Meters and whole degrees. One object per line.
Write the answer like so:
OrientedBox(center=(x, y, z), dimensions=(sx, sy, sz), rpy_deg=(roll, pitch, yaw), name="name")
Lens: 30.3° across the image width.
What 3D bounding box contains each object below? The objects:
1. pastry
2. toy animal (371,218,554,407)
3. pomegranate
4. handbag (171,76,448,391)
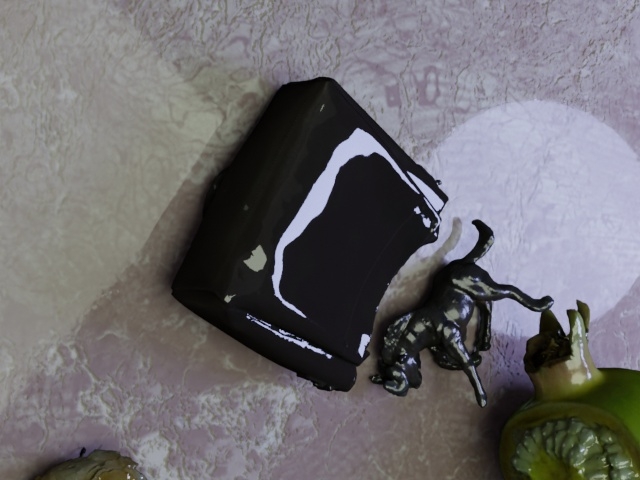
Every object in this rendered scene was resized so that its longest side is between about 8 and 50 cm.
OrientedBox(center=(-0.233, 0.290, 1.206), dimensions=(0.153, 0.081, 0.153), rpy_deg=(-4, 98, -31), name="pastry")
OrientedBox(center=(0.162, 0.095, 1.387), dimensions=(0.148, 0.084, 0.233), rpy_deg=(37, 82, -22), name="toy animal")
OrientedBox(center=(0.329, 0.239, 1.397), dimensions=(0.260, 0.260, 0.341), rpy_deg=(-18, 96, -25), name="pomegranate")
OrientedBox(center=(0.000, 0.000, 1.280), dimensions=(0.257, 0.113, 0.285), rpy_deg=(37, 71, -31), name="handbag")
